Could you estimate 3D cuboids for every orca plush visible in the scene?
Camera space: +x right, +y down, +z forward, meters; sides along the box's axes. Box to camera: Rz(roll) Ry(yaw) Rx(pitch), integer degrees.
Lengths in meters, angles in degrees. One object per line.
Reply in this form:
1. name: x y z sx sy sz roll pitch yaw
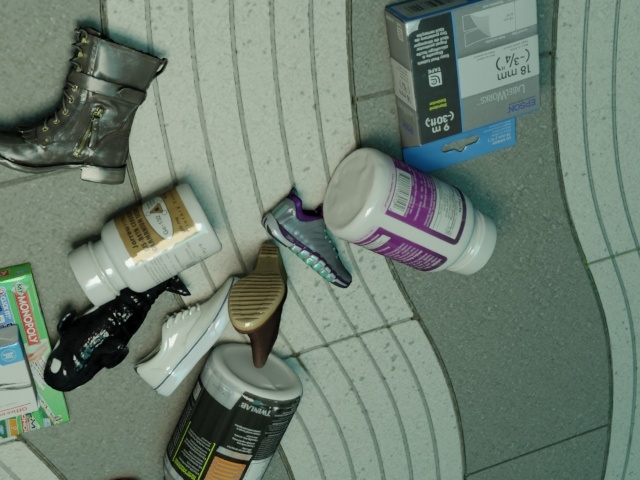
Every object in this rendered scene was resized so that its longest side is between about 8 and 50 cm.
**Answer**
1. orca plush: -0.343 0.167 1.524 0.287 0.102 0.151 -32 128 -17

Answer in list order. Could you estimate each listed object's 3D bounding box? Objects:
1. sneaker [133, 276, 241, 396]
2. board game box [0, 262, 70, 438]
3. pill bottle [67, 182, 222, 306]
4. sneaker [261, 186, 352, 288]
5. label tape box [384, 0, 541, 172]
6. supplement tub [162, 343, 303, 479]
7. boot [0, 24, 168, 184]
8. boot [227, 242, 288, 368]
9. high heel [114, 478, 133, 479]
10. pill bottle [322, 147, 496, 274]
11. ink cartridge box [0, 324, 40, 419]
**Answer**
1. sneaker: -0.237 0.161 1.599 0.091 0.094 0.258 37 90 -13
2. board game box: -0.567 0.205 1.515 0.214 0.046 0.317 -13 121 -16
3. pill bottle: -0.291 0.011 1.469 0.229 0.131 0.131 -28 124 -6
4. sneaker: 0.000 0.000 1.613 0.098 0.083 0.224 -49 123 3
5. label tape box: 0.257 -0.266 1.555 0.241 0.106 0.333 -18 122 -11
6. supplement tub: -0.176 0.369 1.673 0.194 0.193 0.316 16 110 -28
7. boot: -0.381 -0.214 1.349 0.263 0.091 0.229 8 108 -30
8. boot: -0.102 0.146 1.559 0.090 0.248 0.206 6 121 7
9. high heel: -0.399 0.584 1.770 0.117 0.082 0.244 -6 107 -8
10. pill bottle: 0.169 -0.040 1.605 0.302 0.169 0.169 22 107 -30
11. ink cartridge box: -0.535 0.240 1.482 0.104 0.060 0.180 -14 121 -15
